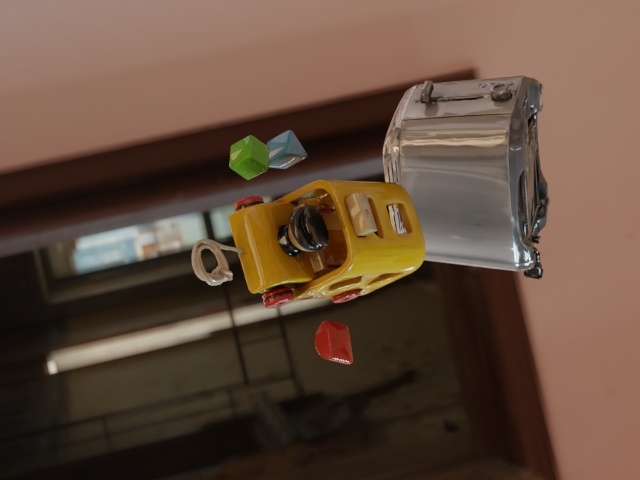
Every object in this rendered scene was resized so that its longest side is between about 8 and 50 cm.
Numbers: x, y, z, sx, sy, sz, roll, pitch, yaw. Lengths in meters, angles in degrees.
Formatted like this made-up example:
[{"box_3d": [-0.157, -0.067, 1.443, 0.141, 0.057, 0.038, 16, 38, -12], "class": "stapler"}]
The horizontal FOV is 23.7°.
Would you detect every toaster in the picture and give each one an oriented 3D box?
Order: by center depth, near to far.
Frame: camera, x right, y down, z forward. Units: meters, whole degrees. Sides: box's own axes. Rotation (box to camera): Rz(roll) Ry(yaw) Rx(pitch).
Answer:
[{"box_3d": [0.150, -0.061, 1.543, 0.129, 0.146, 0.227, -66, 154, -47], "class": "toaster"}]

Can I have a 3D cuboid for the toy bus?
[{"box_3d": [0.005, -0.005, 1.351, 0.191, 0.104, 0.202, 45, 38, -25], "class": "toy bus"}]
